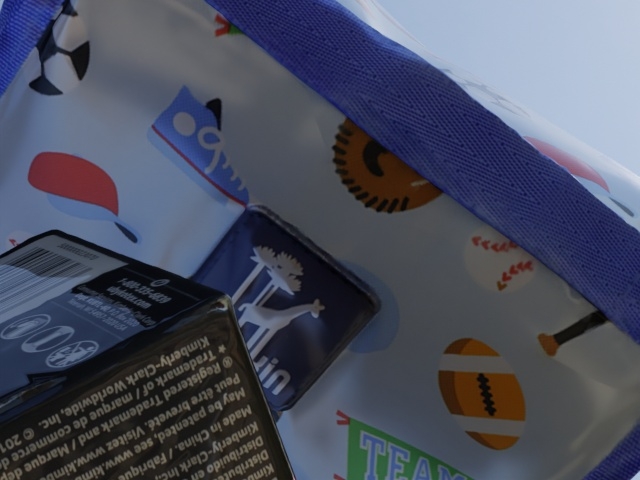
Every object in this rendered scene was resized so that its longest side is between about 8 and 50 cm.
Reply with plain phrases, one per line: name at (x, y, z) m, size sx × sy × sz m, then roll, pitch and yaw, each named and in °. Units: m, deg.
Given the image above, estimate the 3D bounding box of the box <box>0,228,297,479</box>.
box at (-0.079, 0.153, 0.689) m, size 0.143 × 0.165 × 0.270 m, roll -27°, pitch -69°, yaw -22°

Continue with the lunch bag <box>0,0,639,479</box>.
lunch bag at (0.000, 0.000, 0.921) m, size 0.328 × 0.385 × 0.239 m, roll 38°, pitch -106°, yaw -1°
